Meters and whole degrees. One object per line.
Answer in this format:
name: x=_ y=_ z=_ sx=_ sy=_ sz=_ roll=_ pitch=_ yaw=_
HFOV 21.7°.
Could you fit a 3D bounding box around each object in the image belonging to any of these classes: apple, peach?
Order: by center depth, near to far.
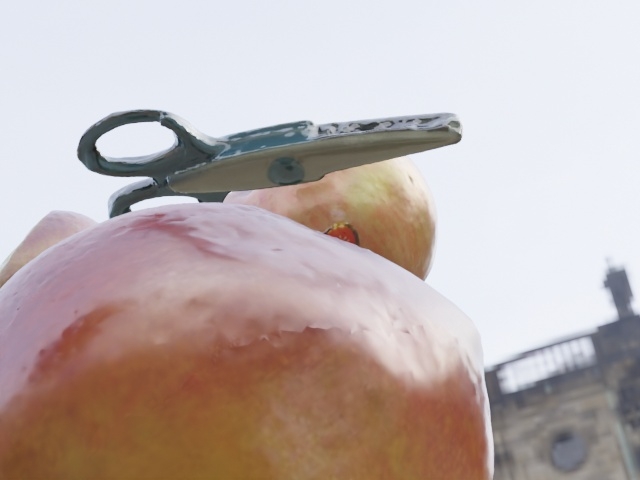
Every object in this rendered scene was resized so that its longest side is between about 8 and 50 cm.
peach: x=-0.057 y=0.126 z=0.956 sx=0.332 sy=0.308 sz=0.308 roll=-23 pitch=-31 yaw=-13
apple: x=0.000 y=0.000 z=1.425 sx=0.209 sy=0.164 sz=0.209 roll=-34 pitch=4 yaw=2
apple: x=-0.265 y=0.072 z=1.649 sx=0.160 sy=0.173 sz=0.195 roll=37 pitch=-85 yaw=-21

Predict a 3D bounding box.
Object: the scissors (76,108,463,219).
scissors: x=-0.035 y=-0.063 z=1.265 sx=0.289 sy=0.041 sz=0.138 roll=-8 pitch=-44 yaw=11
